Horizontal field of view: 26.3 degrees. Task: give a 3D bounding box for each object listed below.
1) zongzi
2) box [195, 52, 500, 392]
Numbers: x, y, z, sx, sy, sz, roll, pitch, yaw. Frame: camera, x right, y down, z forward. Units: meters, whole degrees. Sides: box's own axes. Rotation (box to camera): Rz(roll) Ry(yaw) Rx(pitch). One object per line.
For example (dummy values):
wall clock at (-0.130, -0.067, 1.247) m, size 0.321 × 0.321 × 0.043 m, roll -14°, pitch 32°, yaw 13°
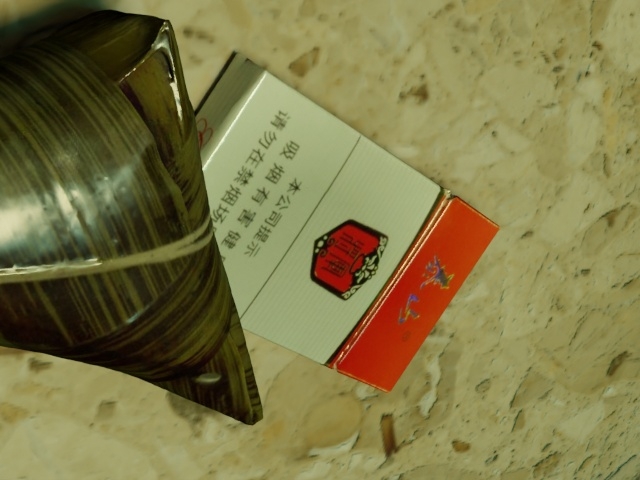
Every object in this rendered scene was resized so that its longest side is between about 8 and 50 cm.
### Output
zongzi at (-0.149, 0.040, 0.641) m, size 0.247 × 0.111 × 0.241 m, roll -26°, pitch 115°, yaw -26°
box at (0.000, 0.000, 0.817) m, size 0.245 × 0.035 × 0.139 m, roll 31°, pitch 95°, yaw -45°
